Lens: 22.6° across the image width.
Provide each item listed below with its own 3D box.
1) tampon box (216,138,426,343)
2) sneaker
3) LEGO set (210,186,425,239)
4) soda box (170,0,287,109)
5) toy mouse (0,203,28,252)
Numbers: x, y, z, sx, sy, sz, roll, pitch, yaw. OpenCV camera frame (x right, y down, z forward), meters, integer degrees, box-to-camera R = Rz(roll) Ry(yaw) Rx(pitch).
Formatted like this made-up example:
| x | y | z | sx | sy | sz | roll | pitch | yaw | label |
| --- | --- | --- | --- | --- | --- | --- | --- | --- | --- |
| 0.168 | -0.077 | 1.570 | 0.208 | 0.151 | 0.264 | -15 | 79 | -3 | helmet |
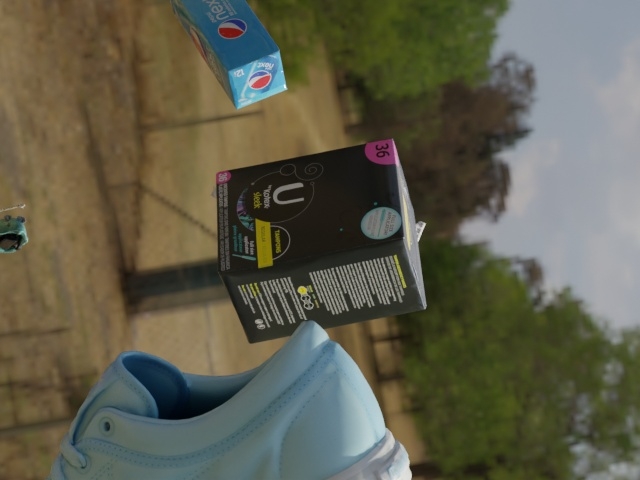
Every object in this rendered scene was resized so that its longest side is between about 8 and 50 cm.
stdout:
| x | y | z | sx | sy | sz | roll | pitch | yaw | label |
| --- | --- | --- | --- | --- | --- | --- | --- | --- | --- |
| 0.000 | 0.000 | 1.384 | 0.101 | 0.161 | 0.120 | 70 | 11 | -48 | tampon box |
| -0.130 | 0.151 | 1.062 | 0.135 | 0.366 | 0.150 | -48 | 116 | -76 | sneaker |
| 0.004 | -0.026 | 1.622 | 0.244 | 0.182 | 0.060 | 21 | 89 | -80 | LEGO set |
| -0.118 | -0.258 | 1.963 | 0.210 | 0.071 | 0.067 | 57 | -14 | 39 | soda box |
| -0.364 | -0.010 | 1.670 | 0.143 | 0.161 | 0.031 | 68 | 15 | -66 | toy mouse |
